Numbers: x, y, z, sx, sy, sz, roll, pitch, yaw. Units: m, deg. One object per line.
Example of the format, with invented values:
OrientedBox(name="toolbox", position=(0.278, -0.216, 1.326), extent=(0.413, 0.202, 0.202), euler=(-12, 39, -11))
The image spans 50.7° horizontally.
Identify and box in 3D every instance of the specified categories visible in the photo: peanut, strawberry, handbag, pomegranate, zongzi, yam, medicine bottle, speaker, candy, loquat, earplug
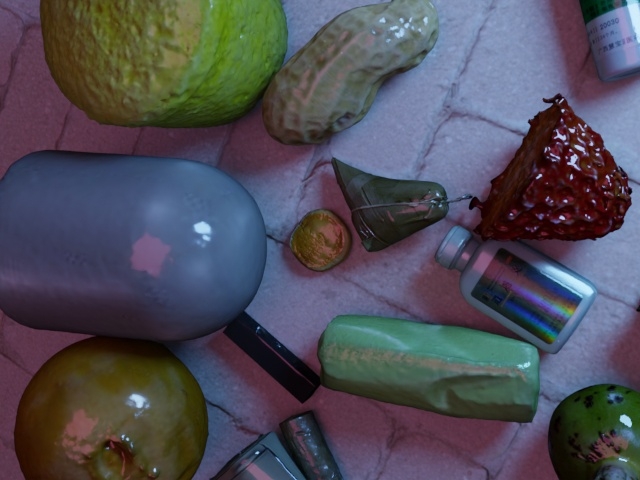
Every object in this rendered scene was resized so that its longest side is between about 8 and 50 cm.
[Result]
OrientedBox(name="peanut", position=(0.042, -0.267, 1.060), extent=(0.325, 0.140, 0.153), euler=(-32, 93, 16))
OrientedBox(name="strawberry", position=(0.331, -0.061, 0.941), extent=(0.178, 0.234, 0.233), euler=(29, 103, 1))
OrientedBox(name="handbag", position=(-0.046, 0.489, 1.150), extent=(0.315, 0.109, 0.241), euler=(47, 135, 6))
OrientedBox(name="pomegranate", position=(0.408, 0.310, 0.936), extent=(0.179, 0.210, 0.179), euler=(6, 134, 6))
OrientedBox(name="zongzi", position=(0.116, -0.094, 1.066), extent=(0.189, 0.081, 0.178), euler=(-29, 78, 30))
OrientedBox(name="yam", position=(-0.010, 0.379, 1.162), extent=(0.068, 0.068, 0.169), euler=(-29, 80, 20))
OrientedBox(name="medicine bottle", position=(0.406, -0.359, 0.942), extent=(0.095, 0.095, 0.259), euler=(-15, 88, 20))
OrientedBox(name="medicine bottle", position=(0.285, 0.061, 1.021), extent=(0.229, 0.083, 0.121), euler=(33, 107, 16))
OrientedBox(name="speaker", position=(-0.085, 0.205, 1.189), extent=(0.191, 0.040, 0.046), euler=(39, 106, 13))
OrientedBox(name="candy", position=(0.162, 0.201, 1.051), extent=(0.344, 0.132, 0.142), euler=(5, 93, 21))
OrientedBox(name="loquat", position=(-0.351, 0.314, 1.152), extent=(0.329, 0.328, 0.328), euler=(1, 94, 20))
OrientedBox(name="earplug", position=(-0.290, 0.015, 1.112), extent=(0.394, 0.313, 0.312), euler=(5, 96, 18))

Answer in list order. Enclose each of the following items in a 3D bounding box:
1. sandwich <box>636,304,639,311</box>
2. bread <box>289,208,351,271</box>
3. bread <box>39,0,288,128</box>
OrientedBox(name="sandwich", position=(0.558, 0.135, 0.905), extent=(0.235, 0.122, 0.128), euler=(48, 109, 11))
OrientedBox(name="bread", position=(0.000, 0.000, 1.152), extent=(0.110, 0.024, 0.110), euler=(2, 95, 20))
OrientedBox(name="bread", position=(-0.238, -0.347, 1.065), extent=(0.348, 0.308, 0.348), euler=(3, 98, 26))
